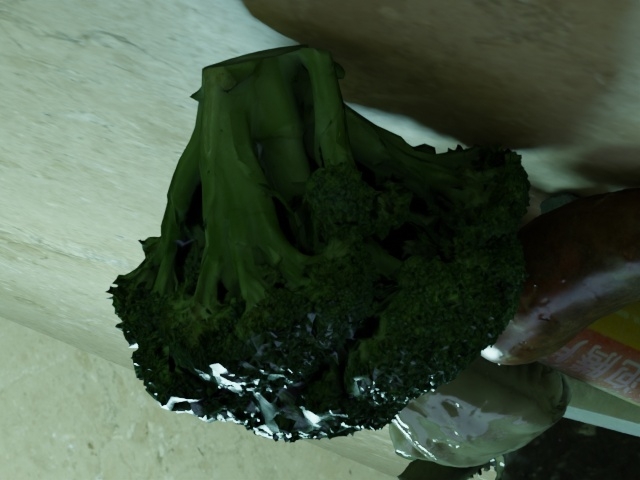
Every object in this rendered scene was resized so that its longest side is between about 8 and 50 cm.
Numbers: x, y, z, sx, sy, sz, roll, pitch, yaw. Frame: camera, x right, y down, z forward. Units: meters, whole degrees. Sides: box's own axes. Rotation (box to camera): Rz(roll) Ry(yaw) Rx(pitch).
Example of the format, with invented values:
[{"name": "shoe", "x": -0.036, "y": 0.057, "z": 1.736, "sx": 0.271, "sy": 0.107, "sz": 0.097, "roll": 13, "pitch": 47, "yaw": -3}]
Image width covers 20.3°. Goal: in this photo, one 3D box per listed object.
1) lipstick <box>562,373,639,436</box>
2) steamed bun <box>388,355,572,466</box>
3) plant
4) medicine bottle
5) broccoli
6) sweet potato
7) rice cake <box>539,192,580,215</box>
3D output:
[{"name": "lipstick", "x": 0.334, "y": 0.154, "z": 1.732, "sx": 0.372, "sy": 0.076, "sz": 0.080, "roll": 13, "pitch": 167, "yaw": 20}, {"name": "steamed bun", "x": 0.104, "y": 0.116, "z": 1.566, "sx": 0.218, "sy": 0.144, "sz": 0.211, "roll": 26, "pitch": -157, "yaw": 2}, {"name": "plant", "x": 0.240, "y": 0.250, "z": 1.987, "sx": 0.312, "sy": 0.213, "sz": 0.215, "roll": 17, "pitch": 172, "yaw": 21}, {"name": "medicine bottle", "x": 0.240, "y": 0.075, "z": 1.490, "sx": 0.426, "sy": 0.108, "sz": 0.108, "roll": 23, "pitch": 167, "yaw": -28}, {"name": "broccoli", "x": 0.000, "y": 0.000, "z": 1.209, "sx": 0.308, "sy": 0.275, "sz": 0.308, "roll": -10, "pitch": -164, "yaw": 3}, {"name": "sweet potato", "x": 0.199, "y": 0.014, "z": 1.245, "sx": 0.097, "sy": 0.097, "sz": 0.292, "roll": 26, "pitch": 145, "yaw": -30}, {"name": "rice cake", "x": 0.253, "y": 0.019, "z": 1.369, "sx": 0.211, "sy": 0.034, "sz": 0.043, "roll": 26, "pitch": 157, "yaw": -28}]
